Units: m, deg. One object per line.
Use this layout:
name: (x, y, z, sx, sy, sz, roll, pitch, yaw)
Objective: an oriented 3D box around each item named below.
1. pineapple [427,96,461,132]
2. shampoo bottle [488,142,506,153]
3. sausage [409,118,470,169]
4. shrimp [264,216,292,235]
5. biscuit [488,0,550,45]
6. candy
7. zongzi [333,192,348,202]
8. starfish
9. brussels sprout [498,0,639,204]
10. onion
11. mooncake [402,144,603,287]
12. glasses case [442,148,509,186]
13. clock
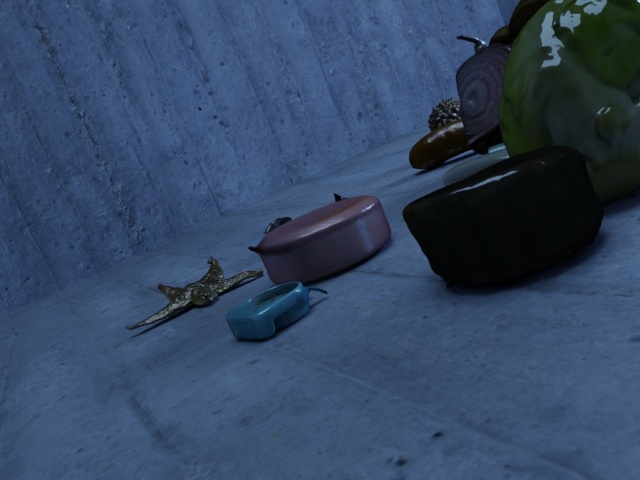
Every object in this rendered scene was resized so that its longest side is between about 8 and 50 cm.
pineapple: (0.426, -0.366, 2.103, 0.166, 0.166, 0.193, -22, 26, 6)
shampoo bottle: (0.454, -0.200, 1.400, 0.195, 0.056, 0.056, -17, 11, 29)
sausage: (0.369, -0.273, 1.857, 0.271, 0.109, 0.109, -22, 9, 22)
shrimp: (-0.096, -0.023, 1.662, 0.073, 0.075, 0.190, -53, 7, 20)
biscuit: (0.560, -0.429, 1.553, 0.350, 0.394, 0.070, 15, 69, 29)
candy: (0.000, 0.000, 1.223, 0.255, 0.094, 0.255, -22, 10, 4)
zongzi: (0.060, -0.069, 1.624, 0.083, 0.073, 0.067, 17, 8, -6)
starfish: (-0.272, 0.110, 1.398, 0.295, 0.048, 0.231, -28, 21, -16)
brussels sprout: (0.383, -0.195, 0.955, 0.243, 0.316, 0.274, -3, -10, 5)
onion: (0.456, -0.327, 1.557, 0.230, 0.272, 0.256, 9, 4, -30)
mooncake: (0.222, -0.029, 0.816, 0.228, 0.124, 0.228, -24, 4, 2)
glasses case: (0.348, -0.153, 1.388, 0.204, 0.051, 0.081, -13, 15, 44)
clock: (-0.060, 0.096, 0.991, 0.147, 0.045, 0.108, -28, 12, -34)
